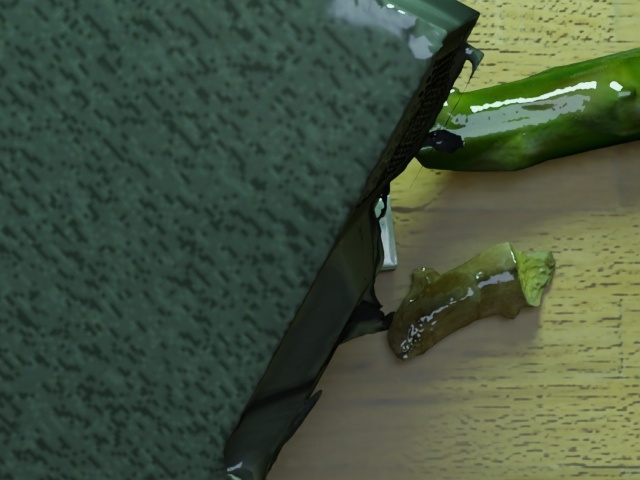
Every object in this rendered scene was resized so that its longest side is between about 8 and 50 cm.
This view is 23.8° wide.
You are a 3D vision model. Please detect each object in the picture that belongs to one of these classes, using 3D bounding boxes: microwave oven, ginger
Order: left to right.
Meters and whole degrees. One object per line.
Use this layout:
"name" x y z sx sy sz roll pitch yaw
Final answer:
"microwave oven" -0.135 -0.012 0.939 0.374 0.236 0.432 28 105 3
"ginger" 0.108 0.038 1.093 0.137 0.044 0.057 -24 102 -1

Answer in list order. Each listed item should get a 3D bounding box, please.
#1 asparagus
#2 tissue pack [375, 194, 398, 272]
"asparagus" 0.214 -0.103 1.089 0.343 0.085 0.082 -16 80 0
"tissue pack" 0.000 0.000 1.106 0.108 0.023 0.056 -7 83 -1
